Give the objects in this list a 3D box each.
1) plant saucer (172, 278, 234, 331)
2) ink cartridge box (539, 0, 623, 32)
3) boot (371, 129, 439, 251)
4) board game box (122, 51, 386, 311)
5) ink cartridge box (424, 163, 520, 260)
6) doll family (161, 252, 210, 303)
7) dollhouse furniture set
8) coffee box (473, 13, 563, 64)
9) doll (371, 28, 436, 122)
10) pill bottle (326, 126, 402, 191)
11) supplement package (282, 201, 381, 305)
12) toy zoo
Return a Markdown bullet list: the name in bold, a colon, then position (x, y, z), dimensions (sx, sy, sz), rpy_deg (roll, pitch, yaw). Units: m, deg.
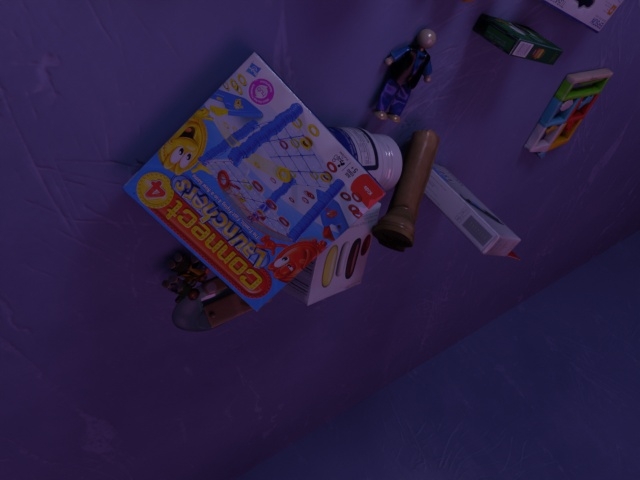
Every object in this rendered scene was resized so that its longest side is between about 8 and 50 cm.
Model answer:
- **plant saucer**: position (-0.264, 0.171, 1.327), dimensions (0.195, 0.037, 0.195), rpy_deg (-25, 147, -17)
- **ink cartridge box**: position (0.607, -0.621, 1.106), dimensions (0.324, 0.071, 0.330), rpy_deg (-3, 139, -44)
- **boot**: position (0.195, -0.121, 1.190), dimensions (0.236, 0.089, 0.269), rpy_deg (73, 36, -84)
- **board game box**: position (-0.105, -0.091, 0.902), dimensions (0.302, 0.086, 0.308), rpy_deg (-43, 104, 10)
- **ink cartridge box**: position (0.393, -0.078, 1.398), dimensions (0.261, 0.296, 0.066), rpy_deg (7, 128, -50)
- **doll family**: position (-0.248, 0.047, 1.141), dimensions (0.193, 0.076, 0.111), rpy_deg (-42, 144, 3)
- **dollhouse furniture set**: position (-0.199, 0.114, 1.206), dimensions (0.123, 0.144, 0.151), rpy_deg (-23, -173, -22)
- **coffee box**: position (0.420, -0.422, 1.141), dimensions (0.184, 0.113, 0.040), rpy_deg (-9, 138, -41)
- **doll**: position (0.175, -0.331, 1.080), dimensions (0.129, 0.046, 0.189), rpy_deg (3, 126, -35)
- **pill bottle**: position (0.029, -0.149, 1.075), dimensions (0.265, 0.153, 0.153), rpy_deg (-8, 139, -38)
- **supplement package**: position (0.000, 0.000, 1.173), dimensions (0.194, 0.149, 0.203), rpy_deg (-18, 128, -47)
- **toy zoo**: position (0.720, -0.365, 1.600), dimensions (0.192, 0.030, 0.293), rpy_deg (-17, 145, -29)
